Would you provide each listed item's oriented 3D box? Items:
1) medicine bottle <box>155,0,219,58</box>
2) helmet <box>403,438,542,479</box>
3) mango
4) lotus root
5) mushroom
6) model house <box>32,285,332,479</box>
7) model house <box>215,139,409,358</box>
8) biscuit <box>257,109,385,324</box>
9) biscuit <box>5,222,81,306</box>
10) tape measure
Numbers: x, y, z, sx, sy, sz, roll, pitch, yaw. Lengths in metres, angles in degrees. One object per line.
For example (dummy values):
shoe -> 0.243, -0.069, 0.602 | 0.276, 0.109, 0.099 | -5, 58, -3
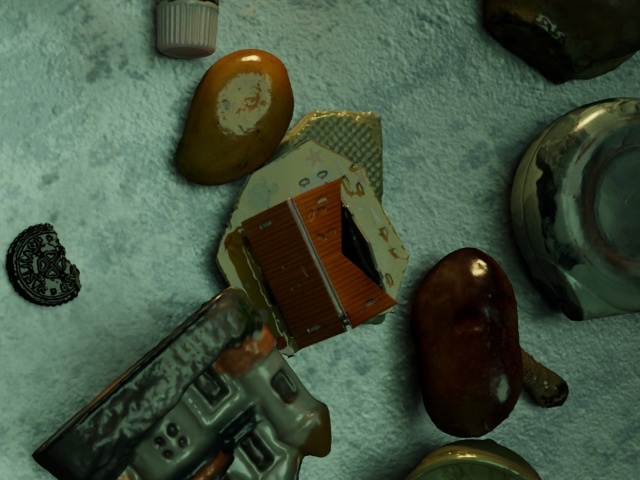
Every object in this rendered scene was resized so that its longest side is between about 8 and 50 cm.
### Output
medicine bottle -> -0.148, -0.309, 1.696 | 0.083, 0.083, 0.203 | 5, 84, -18
helmet -> 0.185, 0.318, 1.717 | 0.204, 0.137, 0.257 | -12, 112, 15
mango -> -0.091, -0.135, 1.693 | 0.115, 0.089, 0.165 | 18, 81, -15
lotus root -> 0.324, -0.335, 1.830 | 0.267, 0.149, 0.260 | 47, 71, -6
mushroom -> 0.211, 0.133, 1.764 | 0.217, 0.148, 0.227 | 20, 61, -43
model house -> -0.107, 0.236, 1.594 | 0.271, 0.190, 0.301 | -42, 99, -20
model house -> 0.000, 0.000, 1.632 | 0.207, 0.136, 0.219 | -23, 91, -14
biscuit -> 0.003, -0.027, 1.733 | 0.150, 0.052, 0.252 | 2, 83, -18
biscuit -> -0.297, 0.027, 1.636 | 0.087, 0.027, 0.089 | 17, 79, -16
tape measure -> 0.357, -0.032, 1.808 | 0.256, 0.147, 0.275 | -5, 90, -17
